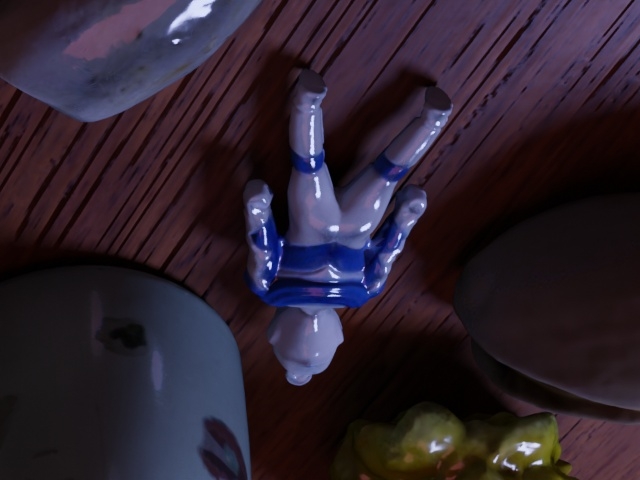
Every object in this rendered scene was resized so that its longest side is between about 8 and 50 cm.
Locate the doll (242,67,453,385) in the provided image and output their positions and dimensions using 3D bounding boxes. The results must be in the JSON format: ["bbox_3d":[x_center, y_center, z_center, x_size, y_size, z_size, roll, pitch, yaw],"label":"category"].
[{"bbox_3d":[0.000,0.000,1.173,0.114,0.057,0.227,3,126,-19],"label":"doll"}]

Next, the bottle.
[{"bbox_3d":[-0.130,0.208,1.152,0.229,0.352,0.229,-5,136,-5],"label":"bottle"}]

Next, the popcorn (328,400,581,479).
[{"bbox_3d":[0.092,0.181,1.299,0.197,0.156,0.197,-10,163,-3],"label":"popcorn"}]

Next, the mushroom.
[{"bbox_3d":[-0.065,-0.163,0.977,0.118,0.103,0.270,30,114,-39],"label":"mushroom"}]

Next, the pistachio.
[{"bbox_3d":[0.196,0.042,1.187,0.238,0.153,0.138,-1,131,31],"label":"pistachio"}]
